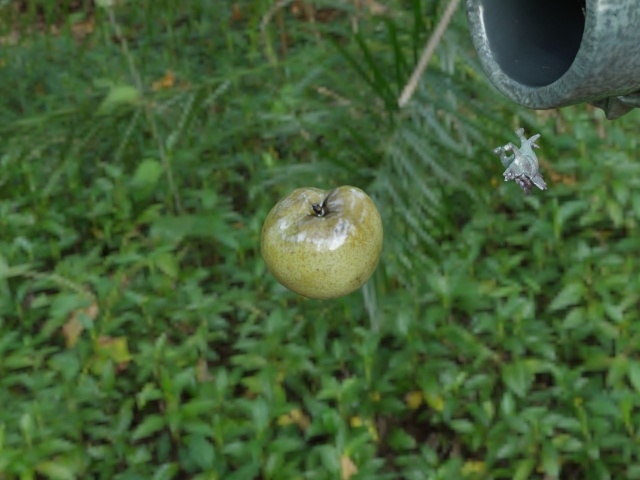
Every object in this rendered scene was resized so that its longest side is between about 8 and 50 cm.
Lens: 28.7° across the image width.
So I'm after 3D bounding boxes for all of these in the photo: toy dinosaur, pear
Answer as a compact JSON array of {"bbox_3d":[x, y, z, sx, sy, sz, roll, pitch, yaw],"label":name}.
[{"bbox_3d":[0.258,-0.099,1.591,0.039,0.082,0.209,-30,8,25],"label":"toy dinosaur"},{"bbox_3d":[0.000,0.000,1.679,0.167,0.136,0.167,-5,47,5],"label":"pear"}]

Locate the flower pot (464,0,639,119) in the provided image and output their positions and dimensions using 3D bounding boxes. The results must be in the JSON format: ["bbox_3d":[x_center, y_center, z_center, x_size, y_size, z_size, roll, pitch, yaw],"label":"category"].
[{"bbox_3d":[0.338,-0.272,1.448,0.283,0.299,0.299,-14,21,-28],"label":"flower pot"}]
